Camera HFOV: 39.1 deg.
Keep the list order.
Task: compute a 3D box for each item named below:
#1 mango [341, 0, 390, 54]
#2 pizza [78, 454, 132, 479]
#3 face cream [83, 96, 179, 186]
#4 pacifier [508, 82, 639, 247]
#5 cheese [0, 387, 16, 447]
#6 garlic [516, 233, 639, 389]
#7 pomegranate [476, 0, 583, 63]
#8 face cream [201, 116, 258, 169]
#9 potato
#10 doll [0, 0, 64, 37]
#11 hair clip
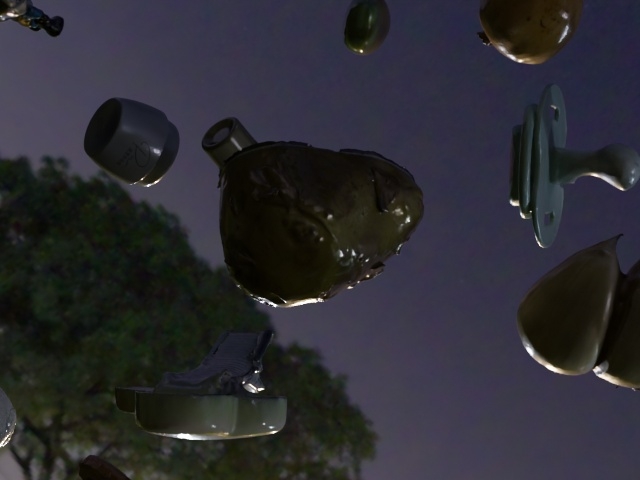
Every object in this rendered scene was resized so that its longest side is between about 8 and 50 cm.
[{"bbox_3d":[0.092,-0.444,1.836,0.092,0.130,0.194,20,2,6],"label":"mango"},{"bbox_3d":[-0.215,0.314,0.899,0.176,0.036,0.185,-45,-117,27],"label":"pizza"},{"bbox_3d":[-0.266,-0.140,1.274,0.104,0.117,0.117,27,-11,-41],"label":"face cream"},{"bbox_3d":[0.518,-0.154,1.853,0.269,0.288,0.343,1,-83,29],"label":"pacifier"},{"bbox_3d":[-0.515,0.213,1.161,0.198,0.189,0.154,32,-68,10],"label":"cheese"},{"bbox_3d":[0.513,0.133,1.584,0.286,0.249,0.313,37,-35,13],"label":"garlic"},{"bbox_3d":[0.340,-0.381,1.493,0.196,0.196,0.196,34,-31,23],"label":"pomegranate"},{"bbox_3d":[-0.093,-0.084,1.686,0.137,0.084,0.341,-7,-43,37],"label":"face cream"},{"bbox_3d":[0.000,0.000,1.283,0.246,0.299,0.196,132,-42,-55],"label":"potato"},{"bbox_3d":[-0.427,-0.323,1.204,0.096,0.070,0.195,14,-4,23],"label":"doll"},{"bbox_3d":[-0.101,0.123,0.750,0.218,0.159,0.071,-13,101,-81],"label":"hair clip"}]
